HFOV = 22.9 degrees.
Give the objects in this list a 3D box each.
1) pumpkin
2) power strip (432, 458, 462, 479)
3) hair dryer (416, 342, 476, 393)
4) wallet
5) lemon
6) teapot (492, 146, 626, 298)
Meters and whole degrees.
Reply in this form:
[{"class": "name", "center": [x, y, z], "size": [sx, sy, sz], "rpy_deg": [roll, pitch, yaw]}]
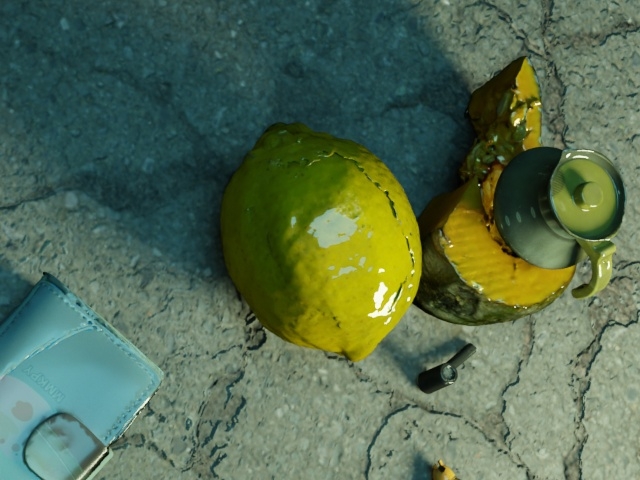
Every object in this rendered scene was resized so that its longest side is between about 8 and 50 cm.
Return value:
[{"class": "pumpkin", "center": [0.165, -0.045, 1.736], "size": [0.190, 0.139, 0.280], "rpy_deg": [-12, 82, -23]}, {"class": "power strip", "center": [0.162, 0.321, 1.719], "size": [0.049, 0.028, 0.178], "rpy_deg": [-23, 88, -23]}, {"class": "hair dryer", "center": [0.148, 0.138, 1.747], "size": [0.083, 0.047, 0.026], "rpy_deg": [-33, 92, -37]}, {"class": "wallet", "center": [-0.290, 0.178, 1.555], "size": [0.176, 0.075, 0.250], "rpy_deg": [42, 69, -4]}, {"class": "lemon", "center": [0.000, 0.000, 1.631], "size": [0.204, 0.204, 0.260], "rpy_deg": [-21, 89, -23]}, {"class": "teapot", "center": [0.254, -0.021, 1.629], "size": [0.130, 0.119, 0.165], "rpy_deg": [-26, 92, -27]}]
